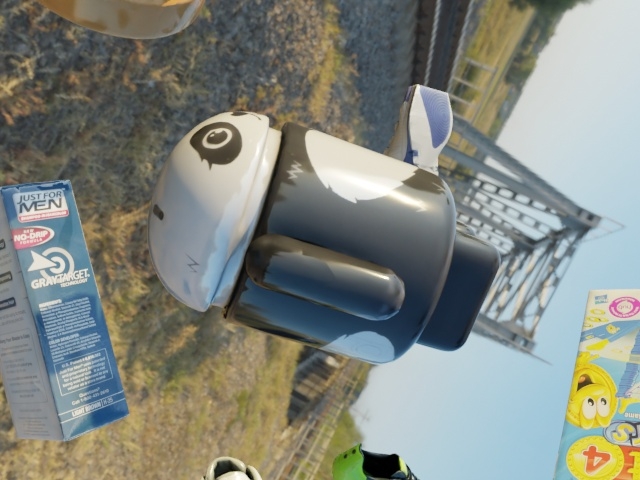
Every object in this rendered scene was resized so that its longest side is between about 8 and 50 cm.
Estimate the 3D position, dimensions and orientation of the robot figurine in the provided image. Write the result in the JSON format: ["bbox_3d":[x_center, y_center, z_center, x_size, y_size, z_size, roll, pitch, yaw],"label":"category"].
[{"bbox_3d":[0.001,-0.002,0.542,0.209,0.278,0.173,129,-23,-63],"label":"robot figurine"}]

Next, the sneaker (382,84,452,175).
[{"bbox_3d":[0.160,-0.158,1.365,0.127,0.182,0.315,9,84,-38],"label":"sneaker"}]

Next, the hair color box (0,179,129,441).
[{"bbox_3d":[-0.399,0.103,0.948,0.174,0.347,0.105,-15,180,44],"label":"hair color box"}]

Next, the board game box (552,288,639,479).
[{"bbox_3d":[0.447,0.186,0.738,0.086,0.308,0.302,62,41,-30],"label":"board game box"}]

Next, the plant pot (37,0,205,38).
[{"bbox_3d":[-0.247,-0.435,0.834,0.203,0.291,0.291,-42,-170,47],"label":"plant pot"}]

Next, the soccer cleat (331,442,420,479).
[{"bbox_3d":[0.096,0.308,0.832,0.072,0.179,0.060,-47,-152,28],"label":"soccer cleat"}]

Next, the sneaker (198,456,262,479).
[{"bbox_3d":[-0.125,0.395,0.977,0.330,0.122,0.146,124,-46,-65],"label":"sneaker"}]
